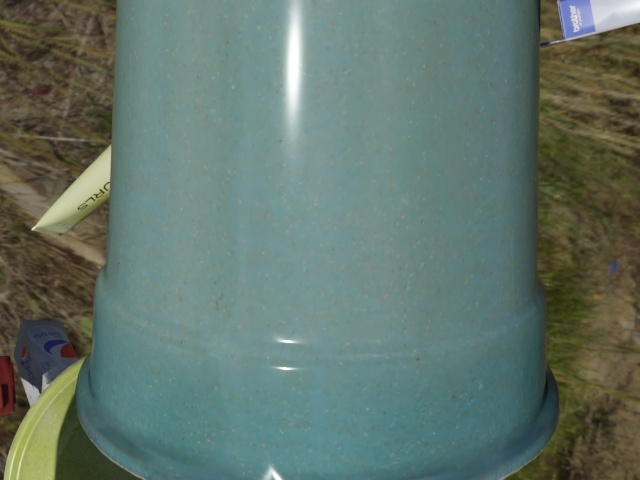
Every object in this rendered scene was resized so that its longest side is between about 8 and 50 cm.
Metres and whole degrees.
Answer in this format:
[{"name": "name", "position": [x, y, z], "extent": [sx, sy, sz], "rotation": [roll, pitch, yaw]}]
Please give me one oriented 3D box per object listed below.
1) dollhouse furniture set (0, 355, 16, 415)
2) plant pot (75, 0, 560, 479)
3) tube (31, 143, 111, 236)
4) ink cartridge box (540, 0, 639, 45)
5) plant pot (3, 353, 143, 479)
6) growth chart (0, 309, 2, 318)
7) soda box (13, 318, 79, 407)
[{"name": "dollhouse furniture set", "position": [-0.708, 0.155, 1.501], "extent": [0.152, 0.201, 0.374], "rotation": [2, 79, -61]}, {"name": "plant pot", "position": [0.004, -0.059, 0.539], "extent": [0.341, 0.341, 0.334], "rotation": [-12, 113, -38]}, {"name": "tube", "position": [-0.299, -0.090, 1.140], "extent": [0.240, 0.062, 0.070], "rotation": [-42, 131, -1]}, {"name": "ink cartridge box", "position": [0.432, -0.319, 1.075], "extent": [0.186, 0.311, 0.065], "rotation": [-36, 111, -65]}, {"name": "plant pot", "position": [-0.124, 0.255, 0.785], "extent": [0.276, 0.254, 0.276], "rotation": [-8, 102, -40]}, {"name": "growth chart", "position": [-0.364, 0.129, 0.810], "extent": [0.021, 0.237, 0.172], "rotation": [19, 87, -30]}, {"name": "soda box", "position": [-0.572, 0.271, 1.705], "extent": [0.091, 0.286, 0.098], "rotation": [8, 107, -33]}]
